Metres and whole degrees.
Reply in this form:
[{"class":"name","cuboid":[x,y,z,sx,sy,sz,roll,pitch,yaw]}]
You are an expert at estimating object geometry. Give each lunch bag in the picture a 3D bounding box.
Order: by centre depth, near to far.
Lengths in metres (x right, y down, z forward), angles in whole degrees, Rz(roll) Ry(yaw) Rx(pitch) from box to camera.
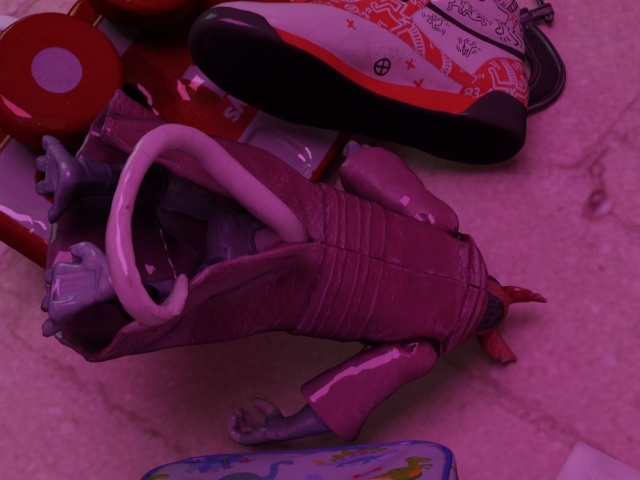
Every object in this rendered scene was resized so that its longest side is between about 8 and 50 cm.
[{"class":"lunch bag","cuboid":[-0.015,0.192,1.162,0.219,0.090,0.176,-4,14,6]}]

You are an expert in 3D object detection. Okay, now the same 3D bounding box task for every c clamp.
[{"class":"c clamp","cuboid":[0.123,-0.144,1.437,0.160,0.022,0.137,-26,62,-7]}]

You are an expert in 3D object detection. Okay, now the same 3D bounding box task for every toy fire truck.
[{"class":"toy fire truck","cuboid":[-0.112,-0.092,1.371,0.254,0.169,0.302,31,63,1]}]

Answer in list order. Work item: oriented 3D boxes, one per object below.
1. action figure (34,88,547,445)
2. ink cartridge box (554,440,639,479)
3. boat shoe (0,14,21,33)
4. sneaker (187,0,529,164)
[{"class":"action figure","cuboid":[0.000,0.000,1.208,0.370,0.276,0.248,12,71,-20]},{"class":"ink cartridge box","cuboid":[0.230,0.226,1.146,0.209,0.062,0.109,25,65,24]},{"class":"boat shoe","cuboid":[-0.301,-0.140,1.497,0.183,0.065,0.083,6,67,18]},{"class":"sneaker","cuboid":[0.033,-0.159,1.350,0.270,0.090,0.145,16,59,-18]}]
